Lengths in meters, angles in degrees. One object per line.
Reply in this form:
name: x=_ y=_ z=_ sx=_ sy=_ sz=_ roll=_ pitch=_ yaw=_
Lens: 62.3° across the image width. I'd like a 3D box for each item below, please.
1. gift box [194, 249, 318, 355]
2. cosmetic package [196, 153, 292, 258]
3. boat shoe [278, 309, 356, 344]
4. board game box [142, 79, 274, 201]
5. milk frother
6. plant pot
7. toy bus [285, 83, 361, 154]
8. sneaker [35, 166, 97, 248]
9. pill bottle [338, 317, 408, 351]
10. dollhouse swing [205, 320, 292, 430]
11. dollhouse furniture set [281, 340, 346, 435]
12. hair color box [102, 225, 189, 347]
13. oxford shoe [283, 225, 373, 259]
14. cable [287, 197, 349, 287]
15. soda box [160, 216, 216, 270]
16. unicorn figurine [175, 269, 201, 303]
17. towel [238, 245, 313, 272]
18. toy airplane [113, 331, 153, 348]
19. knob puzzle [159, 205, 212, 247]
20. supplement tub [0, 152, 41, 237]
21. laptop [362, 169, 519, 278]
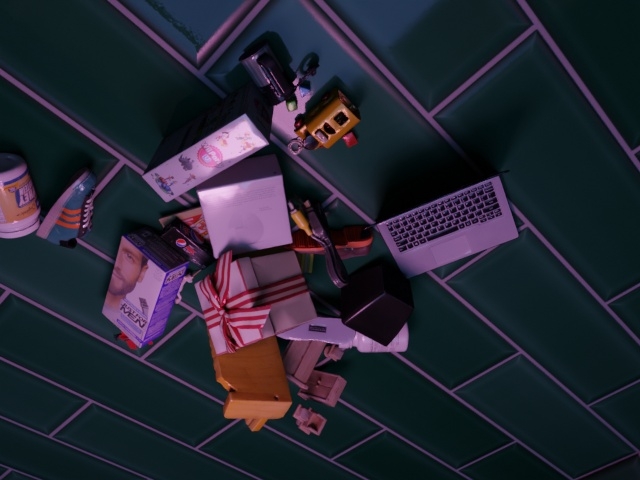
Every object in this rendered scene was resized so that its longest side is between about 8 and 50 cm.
gift box: x=-0.187 y=0.161 z=1.506 sx=0.258 sy=0.254 sz=0.276 roll=-11 pitch=163 yaw=-47
cosmetic package: x=-0.209 y=-0.097 z=1.462 sx=0.224 sy=0.138 sz=0.224 roll=-11 pitch=128 yaw=-7
boat shoe: x=-0.037 y=0.267 z=1.720 sx=0.307 sy=0.105 sz=0.113 roll=6 pitch=87 yaw=2
board game box: x=-0.270 y=-0.247 z=1.312 sx=0.304 sy=0.224 sz=0.097 roll=-27 pitch=122 yaw=18
milk frother: x=-0.095 y=-0.422 z=1.280 sx=0.143 sy=0.129 sz=0.134 roll=-49 pitch=125 yaw=-20
plant pot: x=0.188 y=0.188 z=1.669 sx=0.188 sy=0.188 sz=0.167 roll=30 pitch=125 yaw=-22
toy bus: x=0.007 y=-0.291 z=1.364 sx=0.191 sy=0.104 sz=0.202 roll=-1 pitch=126 yaw=-1
sneaker: x=-0.685 y=-0.086 z=1.496 sx=0.121 sy=0.108 sz=0.302 roll=33 pitch=127 yaw=-25
pill bottle: x=0.176 y=0.315 z=1.809 sx=0.230 sy=0.131 sz=0.131 roll=0 pitch=127 yaw=-2
dollhouse swing: x=-0.283 y=0.424 z=1.705 sx=0.315 sy=0.346 sz=0.305 roll=17 pitch=131 yaw=-40
dollhouse furniture set: x=-0.102 y=0.451 z=1.849 sx=0.355 sy=0.303 sz=0.174 roll=44 pitch=152 yaw=-27
hair color box: x=-0.541 y=0.146 z=1.620 sx=0.185 sy=0.110 sz=0.338 roll=37 pitch=122 yaw=14
oxford shoe: x=0.023 y=0.023 z=1.609 sx=0.272 sy=0.096 sz=0.098 roll=-2 pitch=133 yaw=0
cable: x=0.000 y=0.000 z=1.519 sx=0.072 sy=0.139 sz=0.287 roll=-24 pitch=92 yaw=23
soda box: x=-0.385 y=0.010 z=1.568 sx=0.060 sy=0.053 sz=0.169 roll=-34 pitch=121 yaw=20
unicorn figurine: x=-0.471 y=0.145 z=1.699 sx=0.162 sy=0.060 sz=0.111 roll=7 pitch=127 yaw=-8
towel: x=-0.141 y=0.052 z=1.671 sx=0.238 sy=0.021 sz=0.102 roll=3 pitch=123 yaw=-4
toy airplane: x=-0.651 y=0.339 z=1.858 sx=0.151 sy=0.028 sz=0.151 roll=-1 pitch=129 yaw=-1
knob puzzle: x=-0.362 y=-0.019 z=1.600 sx=0.214 sy=0.030 sz=0.213 roll=-1 pitch=126 yaw=-2
supplement tub: x=-0.850 y=-0.121 z=1.433 sx=0.145 sy=0.144 sz=0.199 roll=1 pitch=127 yaw=-3
laptop: x=0.361 y=-0.023 z=1.498 sx=0.382 sy=0.236 sz=0.407 roll=-22 pitch=125 yaw=14
